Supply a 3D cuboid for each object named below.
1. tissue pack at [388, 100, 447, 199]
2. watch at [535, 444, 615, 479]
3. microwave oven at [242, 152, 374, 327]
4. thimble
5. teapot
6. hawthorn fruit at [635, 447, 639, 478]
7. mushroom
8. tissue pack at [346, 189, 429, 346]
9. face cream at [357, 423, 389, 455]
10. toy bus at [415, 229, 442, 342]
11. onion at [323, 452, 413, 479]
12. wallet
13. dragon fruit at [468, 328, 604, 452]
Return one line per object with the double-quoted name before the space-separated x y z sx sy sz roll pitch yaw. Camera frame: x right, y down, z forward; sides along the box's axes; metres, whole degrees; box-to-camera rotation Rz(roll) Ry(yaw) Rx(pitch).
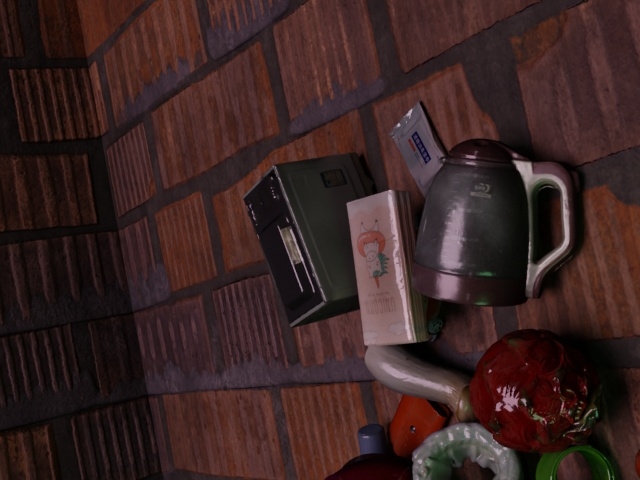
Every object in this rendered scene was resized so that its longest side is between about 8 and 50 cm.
"tissue pack" 0.228 -0.202 2.027 0.122 0.026 0.193 -52 56 46
"watch" 0.492 0.464 1.706 0.131 0.165 0.152 132 146 -74
"microwave oven" 0.000 0.000 2.185 0.218 0.286 0.355 -38 70 53
"thimble" 0.303 0.493 1.874 0.237 0.237 0.150 54 176 35
"teapot" 0.346 -0.037 1.756 0.315 0.233 0.312 10 102 24
"hawthorn fruit" 0.601 0.378 1.535 0.128 0.128 0.128 16 110 53
"mushroom" 0.243 0.304 2.030 0.329 0.159 0.122 25 123 40
"tissue pack" 0.143 0.064 1.957 0.170 0.071 0.325 -13 82 53
"face cream" 0.157 0.649 2.262 0.135 0.086 0.385 7 111 54
"toy bus" 0.212 0.109 2.034 0.121 0.120 0.265 35 124 48
"onion" 0.172 0.714 2.088 0.398 0.398 0.420 52 174 36
"wallet" 0.227 0.440 2.149 0.142 0.045 0.204 49 135 39
"dragon fruit" 0.398 0.289 1.698 0.299 0.244 0.244 136 121 -77
